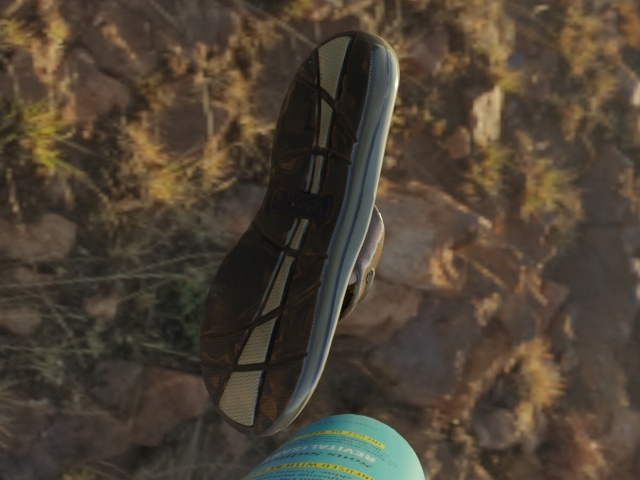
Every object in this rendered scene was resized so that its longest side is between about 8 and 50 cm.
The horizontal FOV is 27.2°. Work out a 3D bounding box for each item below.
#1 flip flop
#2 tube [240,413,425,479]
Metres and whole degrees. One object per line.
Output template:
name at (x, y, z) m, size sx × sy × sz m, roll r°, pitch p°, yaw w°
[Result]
flip flop at (0.000, 0.000, 0.876) m, size 0.080 × 0.112 × 0.277 m, roll 17°, pitch 90°, yaw -45°
tube at (-0.007, 0.085, 0.345) m, size 0.207 × 0.080 × 0.052 m, roll -2°, pitch 84°, yaw -81°
